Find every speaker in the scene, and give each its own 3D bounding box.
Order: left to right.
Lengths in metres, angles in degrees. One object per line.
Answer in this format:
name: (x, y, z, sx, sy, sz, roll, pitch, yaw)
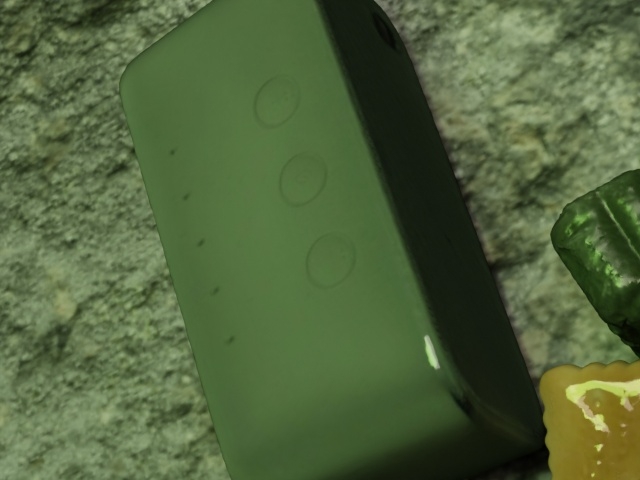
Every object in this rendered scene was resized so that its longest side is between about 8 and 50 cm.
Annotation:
speaker: (0.000, 0.000, 1.376, 0.184, 0.183, 0.406, -28, 60, 18)

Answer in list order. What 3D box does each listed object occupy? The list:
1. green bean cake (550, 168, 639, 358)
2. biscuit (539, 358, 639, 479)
green bean cake: (0.265, 0.000, 1.244, 0.185, 0.183, 0.094, -34, 61, 8)
biscuit: (0.225, 0.201, 1.223, 0.160, 0.030, 0.250, -5, 86, 24)
